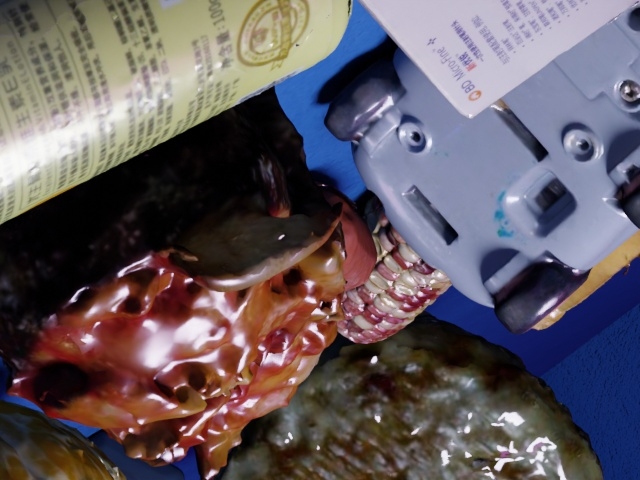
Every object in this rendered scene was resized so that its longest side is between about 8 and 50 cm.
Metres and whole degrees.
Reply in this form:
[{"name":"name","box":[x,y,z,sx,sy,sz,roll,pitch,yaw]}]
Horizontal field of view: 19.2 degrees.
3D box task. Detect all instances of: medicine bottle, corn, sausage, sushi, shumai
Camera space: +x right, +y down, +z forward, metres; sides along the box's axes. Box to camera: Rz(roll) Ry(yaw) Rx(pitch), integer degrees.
[{"name":"medicine bottle","box":[0.098,-0.156,0.962,0.171,0.052,0.201,-36,151,9]},{"name":"medicine bottle","box":[-0.113,-0.075,0.704,0.239,0.124,0.124,-28,166,-22]},{"name":"corn","box":[0.093,-0.025,1.481,0.098,0.098,0.290,-18,156,-51]},{"name":"sausage","box":[0.000,0.000,1.377,0.076,0.076,0.141,-35,169,4]},{"name":"sushi","box":[-0.073,0.001,0.955,0.196,0.182,0.343,-41,171,-1]},{"name":"shumai","box":[0.096,0.234,1.747,0.395,0.395,0.348,-38,-178,18]}]

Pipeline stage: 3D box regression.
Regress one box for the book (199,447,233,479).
[{"name":"book","box":[-0.040,0.221,1.962,0.289,0.026,0.201,-14,121,-60]}]

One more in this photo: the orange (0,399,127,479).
[{"name":"orange","box":[-0.265,0.249,1.246,0.329,0.249,0.329,-38,175,-4]}]

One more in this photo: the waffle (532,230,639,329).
[{"name":"waffle","box":[0.247,-0.079,1.476,0.224,0.098,0.327,-56,-175,-34]}]

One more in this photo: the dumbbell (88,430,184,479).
[{"name":"dumbbell","box":[-0.204,0.291,1.801,0.144,0.160,0.325,-2,162,-9]}]

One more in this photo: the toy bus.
[{"name":"toy bus","box":[0.165,-0.093,1.197,0.232,0.194,0.287,-33,170,-46]}]
